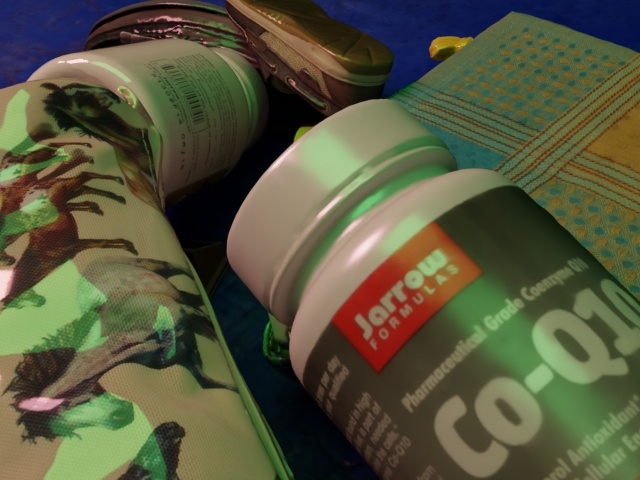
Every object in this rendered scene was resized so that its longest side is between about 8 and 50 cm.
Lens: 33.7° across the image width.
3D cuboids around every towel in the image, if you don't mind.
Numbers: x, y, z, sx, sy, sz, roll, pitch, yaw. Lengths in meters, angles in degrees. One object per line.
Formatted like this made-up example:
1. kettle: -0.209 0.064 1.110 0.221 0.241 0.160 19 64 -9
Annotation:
1. towel: 0.195 -0.041 0.719 0.271 0.040 0.370 -35 46 -27

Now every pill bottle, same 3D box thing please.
1. pill bottle: -0.131 -0.095 0.852 0.131 0.131 0.229 5 16 19
2. pill bottle: 0.086 0.066 0.552 0.161 0.161 0.283 -33 66 -24

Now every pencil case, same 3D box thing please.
1. pencil case: -0.112 0.083 0.583 0.184 0.160 0.410 -20 55 -11

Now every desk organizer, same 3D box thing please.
1. desk organizer: -0.143 0.007 0.839 0.130 0.050 0.047 5 42 20

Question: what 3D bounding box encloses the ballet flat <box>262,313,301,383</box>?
1. ballet flat: 0.000 0.000 0.692 0.070 0.070 0.188 6 83 20

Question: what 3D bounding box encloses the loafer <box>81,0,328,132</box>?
1. loafer: -0.099 -0.156 0.990 0.303 0.109 0.095 7 47 18

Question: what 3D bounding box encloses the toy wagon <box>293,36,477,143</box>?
1. toy wagon: 0.108 -0.050 0.834 0.267 0.068 0.344 0 40 14

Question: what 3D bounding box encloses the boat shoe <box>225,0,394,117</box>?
1. boat shoe: -0.022 -0.157 0.880 0.080 0.073 0.223 -5 29 -34
